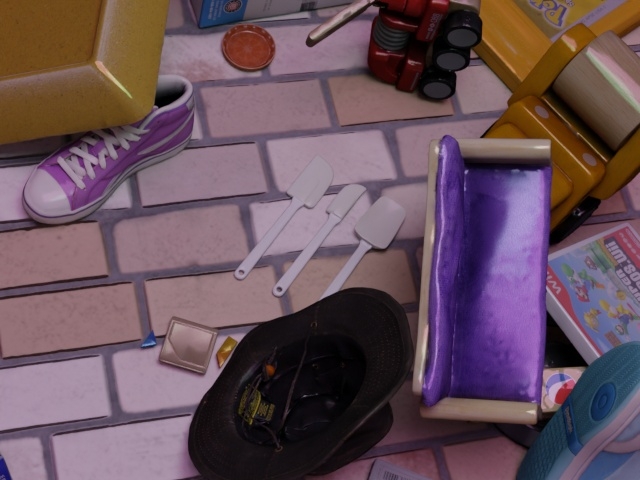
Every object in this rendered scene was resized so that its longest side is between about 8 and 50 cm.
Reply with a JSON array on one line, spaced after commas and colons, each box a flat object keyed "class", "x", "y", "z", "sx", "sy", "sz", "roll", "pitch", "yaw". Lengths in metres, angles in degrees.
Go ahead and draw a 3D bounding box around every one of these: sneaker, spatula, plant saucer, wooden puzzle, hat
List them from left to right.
[{"class": "plant saucer", "x": -0.378, "y": -0.302, "z": 1.771, "sx": 0.333, "sy": 0.081, "sz": 0.332, "roll": -7, "pitch": 61, "yaw": 21}, {"class": "sneaker", "x": -0.294, "y": -0.142, "z": 1.758, "sx": 0.282, "sy": 0.161, "sz": 0.102, "roll": -38, "pitch": 79, "yaw": -24}, {"class": "wooden puzzle", "x": -0.178, "y": 0.143, "z": 1.724, "sx": 0.116, "sy": 0.014, "sz": 0.078, "roll": 23, "pitch": 57, "yaw": 0}, {"class": "plant saucer", "x": -0.111, "y": -0.296, "z": 1.954, "sx": 0.084, "sy": 0.013, "sz": 0.083, "roll": 5, "pitch": 63, "yaw": -9}, {"class": "hat", "x": -0.001, "y": 0.218, "z": 1.622, "sx": 0.134, "sy": 0.331, "sz": 0.331, "roll": 51, "pitch": 57, "yaw": -30}, {"class": "spatula", "x": 0.000, "y": 0.000, "z": 1.829, "sx": 0.168, "sy": 0.019, "sz": 0.242, "roll": 34, "pitch": 62, "yaw": 5}, {"class": "sneaker", "x": 0.411, "y": 0.269, "z": 1.641, "sx": 0.208, "sy": 0.319, "sz": 0.127, "roll": 22, "pitch": 40, "yaw": -10}]

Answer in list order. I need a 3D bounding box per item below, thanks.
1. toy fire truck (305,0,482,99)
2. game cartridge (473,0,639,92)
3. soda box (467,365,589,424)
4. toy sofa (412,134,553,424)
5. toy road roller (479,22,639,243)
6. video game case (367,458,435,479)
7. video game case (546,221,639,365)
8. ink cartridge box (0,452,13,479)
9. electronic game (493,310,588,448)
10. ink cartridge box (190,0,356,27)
[{"class": "toy fire truck", "x": 0.103, "y": -0.310, "z": 1.892, "sx": 0.246, "sy": 0.217, "sz": 0.158, "roll": 11, "pitch": 63, "yaw": -6}, {"class": "game cartridge", "x": 0.358, "y": -0.411, "z": 2.090, "sx": 0.324, "sy": 0.052, "sz": 0.285, "roll": -34, "pitch": 75, "yaw": -25}, {"class": "soda box", "x": 0.288, "y": 0.209, "z": 1.720, "sx": 0.181, "sy": 0.058, "sz": 0.061, "roll": -2, "pitch": 71, "yaw": -8}, {"class": "toy sofa", "x": 0.213, "y": 0.049, "z": 1.616, "sx": 0.150, "sy": 0.177, "sz": 0.362, "roll": 2, "pitch": 79, "yaw": 13}, {"class": "toy road roller", "x": 0.320, "y": -0.121, "z": 1.787, "sx": 0.202, "sy": 0.329, "sz": 0.241, "roll": 47, "pitch": 42, "yaw": 12}, {"class": "video game case", "x": 0.140, "y": 0.409, "z": 1.655, "sx": 0.212, "sy": 0.023, "sz": 0.193, "roll": 22, "pitch": 62, "yaw": -2}, {"class": "video game case", "x": 0.425, "y": 0.086, "z": 1.808, "sx": 0.285, "sy": 0.025, "sz": 0.204, "roll": -18, "pitch": 67, "yaw": -46}, {"class": "ink cartridge box", "x": -0.513, "y": 0.242, "z": 1.576, "sx": 0.165, "sy": 0.065, "sz": 0.332, "roll": -32, "pitch": 75, "yaw": -25}, {"class": "electronic game", "x": 0.327, "y": 0.187, "z": 1.789, "sx": 0.229, "sy": 0.048, "sz": 0.229, "roll": 2, "pitch": 70, "yaw": -5}, {"class": "ink cartridge box", "x": -0.044, "y": -0.457, "z": 1.929, "sx": 0.308, "sy": 0.223, "sz": 0.129, "roll": -13, "pitch": 67, "yaw": -18}]
